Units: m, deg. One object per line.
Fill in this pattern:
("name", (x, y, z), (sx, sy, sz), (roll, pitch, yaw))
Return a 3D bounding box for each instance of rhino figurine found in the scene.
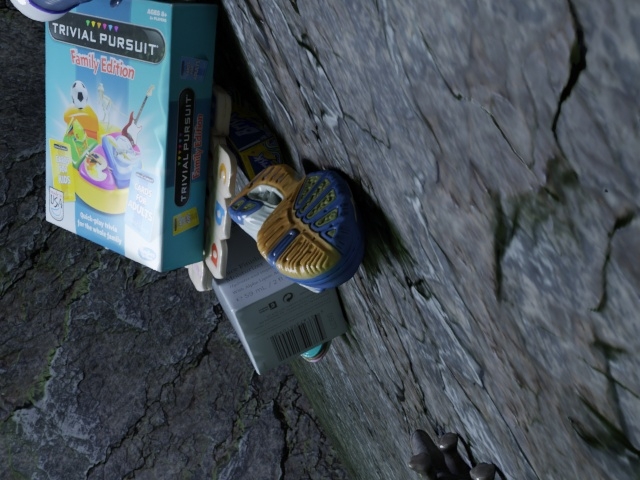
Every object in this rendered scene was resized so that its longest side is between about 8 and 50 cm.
("rhino figurine", (0.137, 0.265, 0.871), (0.243, 0.073, 0.106), (-152, 40, -77))

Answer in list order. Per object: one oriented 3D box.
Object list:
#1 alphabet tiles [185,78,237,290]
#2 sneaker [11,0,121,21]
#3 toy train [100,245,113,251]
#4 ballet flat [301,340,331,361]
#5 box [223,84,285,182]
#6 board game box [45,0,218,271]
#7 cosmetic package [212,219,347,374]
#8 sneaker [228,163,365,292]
("alphabet tiles", (-0.164, -0.082, 1.142), (0.278, 0.021, 0.284), (-132, 46, -55))
("sneaker", (-0.237, -0.414, 0.967), (0.130, 0.236, 0.322), (37, -131, -33))
("toy train", (-0.277, -0.148, 1.296), (0.142, 0.190, 0.333), (18, 112, 24))
("ballet flat", (-0.025, 0.112, 1.377), (0.079, 0.077, 0.221), (45, -166, -54))
("box", (-0.106, -0.146, 1.127), (0.169, 0.054, 0.059), (52, 166, 48))
("board game box", (-0.261, -0.157, 1.101), (0.254, 0.079, 0.335), (19, 113, 34))
("cosmetic package", (-0.075, 0.064, 1.231), (0.183, 0.151, 0.151), (53, 165, 45))
("sneaker", (0.000, 0.000, 0.877), (0.131, 0.112, 0.296), (48, 178, -21))
